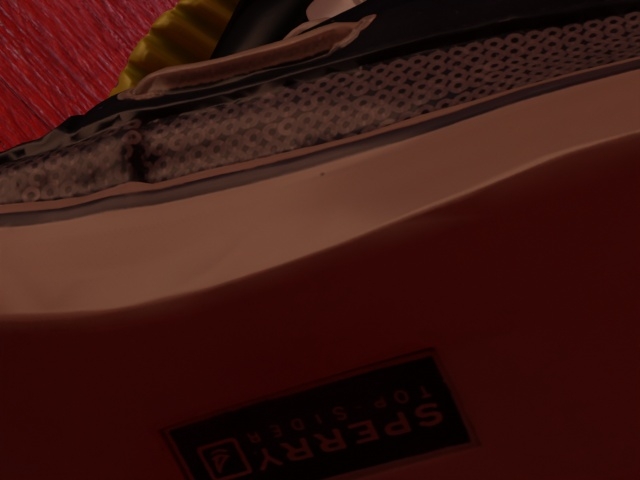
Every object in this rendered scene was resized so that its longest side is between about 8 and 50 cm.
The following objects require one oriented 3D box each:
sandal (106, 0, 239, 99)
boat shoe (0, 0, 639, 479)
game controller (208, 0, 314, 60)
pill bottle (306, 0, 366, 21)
[{"bbox_3d":[-0.106,-0.067,1.270,0.317,0.126,0.138,-42,7,-2],"label":"sandal"},{"bbox_3d":[-0.020,0.013,0.447,0.340,0.127,0.158,-11,25,19],"label":"boat shoe"},{"bbox_3d":[-0.040,-0.070,1.030,0.166,0.067,0.319,-66,6,-22],"label":"game controller"},{"bbox_3d":[0.088,-0.137,0.835,0.186,0.112,0.112,-43,10,13],"label":"pill bottle"}]
